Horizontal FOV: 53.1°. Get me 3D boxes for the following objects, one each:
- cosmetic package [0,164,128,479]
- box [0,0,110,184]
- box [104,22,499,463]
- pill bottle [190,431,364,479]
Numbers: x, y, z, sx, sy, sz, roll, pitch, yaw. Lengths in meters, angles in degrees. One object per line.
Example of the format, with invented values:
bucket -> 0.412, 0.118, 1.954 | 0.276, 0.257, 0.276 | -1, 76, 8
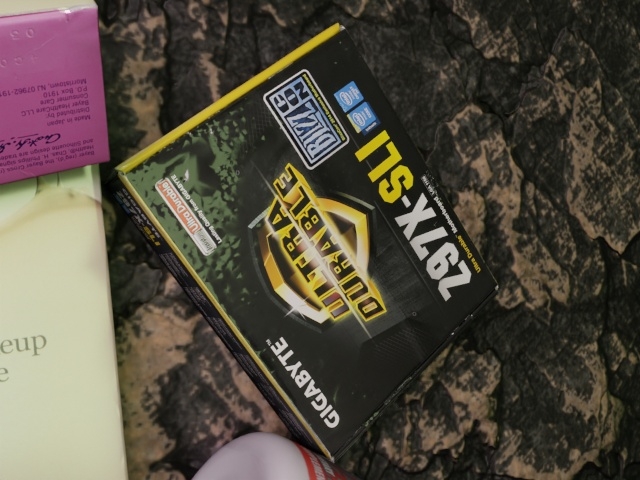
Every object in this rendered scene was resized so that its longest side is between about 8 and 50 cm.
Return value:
cosmetic package -> -0.236, 0.092, 0.471 | 0.160, 0.113, 0.310 | -7, 92, -27
box -> -0.274, -0.143, 0.390 | 0.213, 0.117, 0.243 | -18, 57, -27
box -> 0.000, 0.000, 0.615 | 0.257, 0.079, 0.322 | -40, 105, -25
pill bottle -> 0.045, 0.332, 0.549 | 0.362, 0.210, 0.210 | 35, 73, -22
